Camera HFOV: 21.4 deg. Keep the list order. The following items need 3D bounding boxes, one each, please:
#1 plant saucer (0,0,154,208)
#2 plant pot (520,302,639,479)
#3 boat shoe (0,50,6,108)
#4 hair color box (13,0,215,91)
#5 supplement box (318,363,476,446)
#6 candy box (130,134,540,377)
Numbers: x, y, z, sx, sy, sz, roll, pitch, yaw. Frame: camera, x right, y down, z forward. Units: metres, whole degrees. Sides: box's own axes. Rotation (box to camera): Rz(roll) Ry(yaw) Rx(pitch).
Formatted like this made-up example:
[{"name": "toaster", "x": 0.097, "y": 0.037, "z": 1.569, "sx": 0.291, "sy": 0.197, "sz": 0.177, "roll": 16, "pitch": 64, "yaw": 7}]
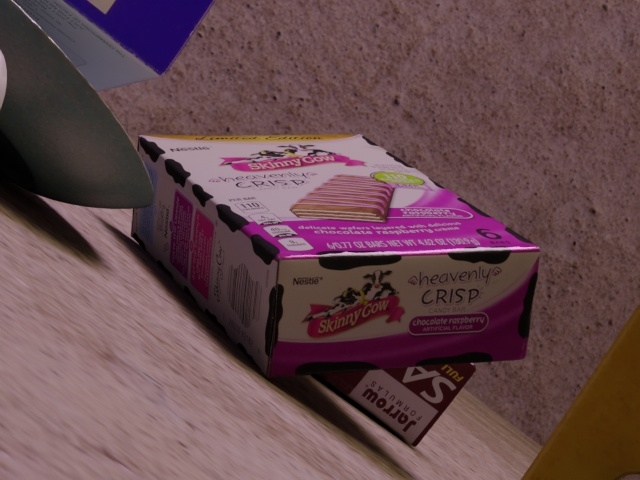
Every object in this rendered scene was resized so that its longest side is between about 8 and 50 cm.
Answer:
[{"name": "plant saucer", "x": -0.162, "y": -0.074, "z": 0.820, "sx": 0.195, "sy": 0.037, "sz": 0.195, "roll": 41, "pitch": -15, "yaw": 13}, {"name": "plant pot", "x": 0.150, "y": 0.094, "z": 0.459, "sx": 0.212, "sy": 0.212, "sz": 0.187, "roll": 38, "pitch": 12, "yaw": 26}, {"name": "boat shoe", "x": -0.204, "y": -0.112, "z": 0.703, "sx": 0.219, "sy": 0.078, "sz": 0.070, "roll": 40, "pitch": 1, "yaw": 42}, {"name": "hair color box", "x": -0.185, "y": -0.167, "z": 0.917, "sx": 0.185, "sy": 0.110, "sz": 0.339, "roll": 38, "pitch": -16, "yaw": -21}, {"name": "supplement box", "x": -0.002, "y": 0.042, "z": 1.191, "sx": 0.130, "sy": 0.073, "sz": 0.239, "roll": 38, "pitch": 2, "yaw": -28}, {"name": "candy box", "x": 0.000, "y": 0.000, "z": 0.987, "sx": 0.159, "sy": 0.071, "sz": 0.233, "roll": -2, "pitch": 19, "yaw": -25}]
